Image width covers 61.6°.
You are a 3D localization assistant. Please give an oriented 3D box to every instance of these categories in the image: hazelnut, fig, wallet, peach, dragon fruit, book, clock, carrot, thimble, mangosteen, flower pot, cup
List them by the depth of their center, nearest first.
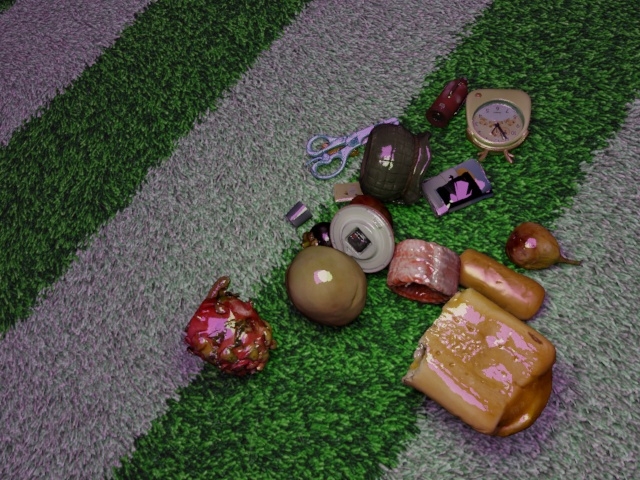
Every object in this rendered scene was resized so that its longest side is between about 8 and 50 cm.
[{"bbox_3d":[0.338,0.108,1.760,0.239,0.239,0.162,11,70,15],"label":"thimble"},{"bbox_3d":[0.014,0.154,1.773,0.247,0.292,0.292,-31,63,-30],"label":"peach"},{"bbox_3d":[0.136,-0.006,1.778,0.244,0.244,0.056,31,38,20],"label":"clock"},{"bbox_3d":[0.748,0.034,1.779,0.257,0.159,0.159,17,71,-4],"label":"fig"},{"bbox_3d":[-0.286,0.313,1.782,0.291,0.250,0.269,24,81,3],"label":"dragon fruit"},{"bbox_3d":[0.162,-0.067,1.887,0.178,0.204,0.178,-17,36,13],"label":"hazelnut"},{"bbox_3d":[0.000,0.000,1.914,0.151,0.137,0.137,-13,64,-20],"label":"mangosteen"},{"bbox_3d":[0.259,-0.268,1.916,0.213,0.302,0.302,12,70,-2],"label":"flower pot"},{"bbox_3d":[0.490,-0.190,1.945,0.231,0.069,0.170,-23,70,0],"label":"wallet"},{"bbox_3d":[-0.414,0.230,1.954,0.049,0.049,0.254,34,82,21],"label":"carrot"},{"bbox_3d":[0.651,-0.416,1.990,0.235,0.096,0.308,6,68,10],"label":"clock"},{"bbox_3d":[-0.086,-0.099,2.016,0.077,0.078,0.100,-41,33,-3],"label":"cup"},{"bbox_3d":[0.107,-0.185,2.041,0.111,0.014,0.077,-5,67,9],"label":"book"}]

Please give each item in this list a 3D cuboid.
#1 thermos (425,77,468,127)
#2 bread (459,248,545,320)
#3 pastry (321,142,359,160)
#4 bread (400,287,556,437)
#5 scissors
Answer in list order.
[{"bbox_3d":[0.502,-0.548,2.063,0.099,0.124,0.232,31,69,17],"label":"thermos"},{"bbox_3d":[0.585,0.140,1.780,0.305,0.091,0.142,30,71,20],"label":"bread"},{"bbox_3d":[0.078,-0.354,2.094,0.140,0.056,0.080,-13,78,3],"label":"pastry"},{"bbox_3d":[0.490,0.386,1.614,0.394,0.250,0.361,35,80,17],"label":"bread"},{"bbox_3d":[0.120,-0.369,2.044,0.393,0.032,0.180,-24,84,8],"label":"scissors"}]
